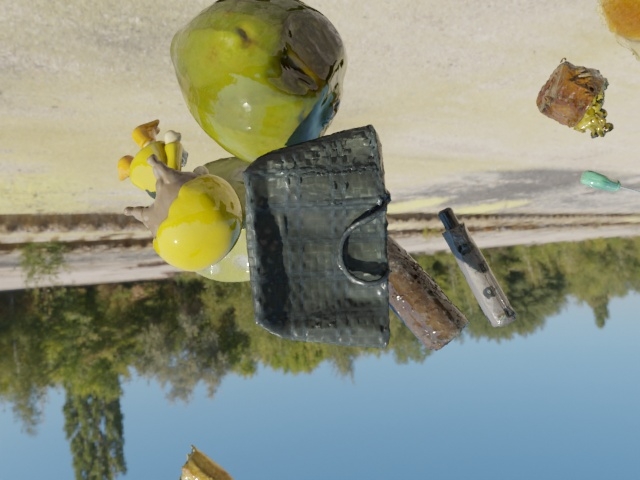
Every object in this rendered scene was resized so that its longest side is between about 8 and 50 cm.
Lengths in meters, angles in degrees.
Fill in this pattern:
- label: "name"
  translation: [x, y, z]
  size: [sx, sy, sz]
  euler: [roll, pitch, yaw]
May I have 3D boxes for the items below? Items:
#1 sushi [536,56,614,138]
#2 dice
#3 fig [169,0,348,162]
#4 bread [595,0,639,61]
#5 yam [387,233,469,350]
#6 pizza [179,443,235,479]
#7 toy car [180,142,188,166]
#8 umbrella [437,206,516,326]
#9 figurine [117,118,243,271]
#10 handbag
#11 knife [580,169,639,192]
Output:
- label: "sushi"
  translation: [0.671, -0.368, 1.424]
  size: [0.179, 0.166, 0.296]
  euler: [17, -178, 5]
- label: "dice"
  translation: [-0.210, -0.051, 1.351]
  size: [0.233, 0.238, 0.226]
  euler: [-4, 133, 20]
- label: "fig"
  translation: [-0.099, -0.237, 0.789]
  size: [0.271, 0.239, 0.239]
  euler: [19, -179, 13]
- label: "bread"
  translation: [0.663, -0.359, 0.792]
  size: [0.279, 0.390, 0.371]
  euler: [18, 132, -34]
- label: "yam"
  translation: [0.208, 0.124, 1.270]
  size: [0.131, 0.279, 0.131]
  euler: [-37, 163, -13]
- label: "pizza"
  translation: [-0.237, 0.561, 1.079]
  size: [0.288, 0.279, 0.075]
  euler: [-39, 171, 26]
- label: "toy car"
  translation: [-0.341, -0.208, 1.341]
  size: [0.025, 0.041, 0.093]
  euler: [10, 169, 8]
- label: "umbrella"
  translation: [0.400, 0.067, 1.423]
  size: [0.067, 0.337, 0.073]
  euler: [-25, 173, -21]
- label: "figurine"
  translation: [-0.303, -0.089, 1.142]
  size: [0.187, 0.344, 0.215]
  euler: [-18, 144, -44]
- label: "handbag"
  translation: [0.000, 0.000, 0.657]
  size: [0.175, 0.270, 0.088]
  euler: [-3, -177, 0]
- label: "knife"
  translation: [0.700, -0.128, 1.298]
  size: [0.261, 0.034, 0.063]
  euler: [8, -170, -34]
